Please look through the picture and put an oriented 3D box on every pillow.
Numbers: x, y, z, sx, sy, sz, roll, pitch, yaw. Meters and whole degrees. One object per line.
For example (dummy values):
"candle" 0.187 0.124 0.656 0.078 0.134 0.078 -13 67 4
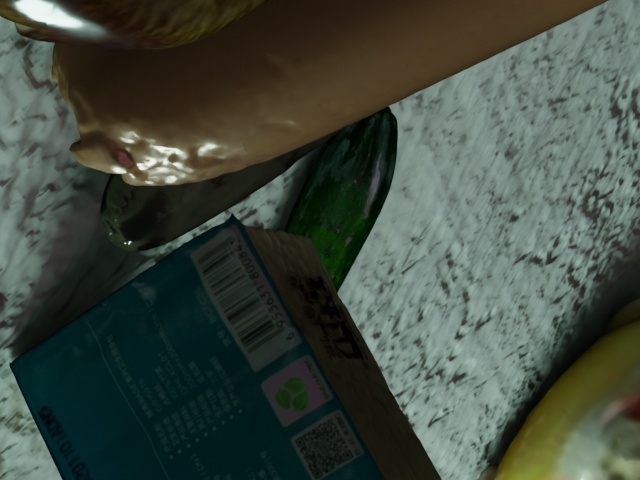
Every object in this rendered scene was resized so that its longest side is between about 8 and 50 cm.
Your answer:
"pillow" 0.009 -0.084 0.756 0.241 0.051 0.093 -37 158 -28

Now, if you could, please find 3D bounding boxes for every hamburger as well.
"hamburger" 0.239 0.173 1.387 0.261 0.186 0.303 -55 147 5

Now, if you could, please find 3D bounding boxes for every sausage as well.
"sausage" 0.045 -0.099 0.627 0.289 0.086 0.086 -24 160 12

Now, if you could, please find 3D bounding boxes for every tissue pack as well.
"tissue pack" -0.025 0.092 0.768 0.120 0.169 0.082 -34 165 16

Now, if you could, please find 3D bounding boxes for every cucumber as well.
"cucumber" 0.000 0.000 0.882 0.039 0.039 0.168 -17 141 -53

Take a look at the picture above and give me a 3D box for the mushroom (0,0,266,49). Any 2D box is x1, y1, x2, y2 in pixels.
"mushroom" -0.030 -0.154 0.500 0.194 0.138 0.231 -51 172 -37
